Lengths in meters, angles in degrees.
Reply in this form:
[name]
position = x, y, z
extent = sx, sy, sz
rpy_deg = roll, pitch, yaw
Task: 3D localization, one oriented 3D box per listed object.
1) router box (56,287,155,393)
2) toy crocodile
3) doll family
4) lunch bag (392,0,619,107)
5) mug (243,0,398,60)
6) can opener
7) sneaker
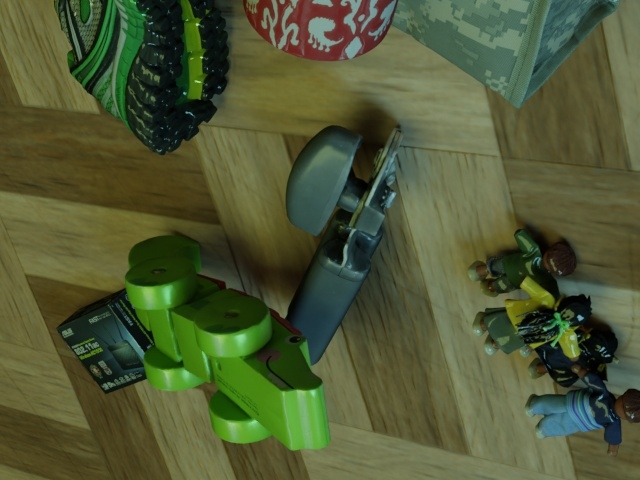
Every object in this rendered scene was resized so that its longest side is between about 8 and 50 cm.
[router box]
position = -0.214, 0.106, 1.691
extent = 0.122, 0.038, 0.092
rpy_deg = -24, 105, 50
[toy crocodile]
position = -0.084, 0.086, 1.420
extent = 0.340, 0.105, 0.115
rpy_deg = 28, 135, 54
[doll family]
position = 0.192, 0.084, 1.277
extent = 0.111, 0.076, 0.193
rpy_deg = -17, 116, 44
[lunch bag]
position = 0.094, -0.269, 0.975
extent = 0.235, 0.169, 0.287
rpy_deg = 34, 145, 16
[mug]
position = 0.012, -0.205, 0.917
extent = 0.113, 0.150, 0.169
rpy_deg = 6, 141, -6
[can opener]
position = 0.000, 0.000, 1.363
extent = 0.095, 0.076, 0.283
rpy_deg = 24, 140, -2
[sneaker]
position = -0.160, -0.223, 1.276
extent = 0.146, 0.134, 0.343
rpy_deg = 31, 140, 20
